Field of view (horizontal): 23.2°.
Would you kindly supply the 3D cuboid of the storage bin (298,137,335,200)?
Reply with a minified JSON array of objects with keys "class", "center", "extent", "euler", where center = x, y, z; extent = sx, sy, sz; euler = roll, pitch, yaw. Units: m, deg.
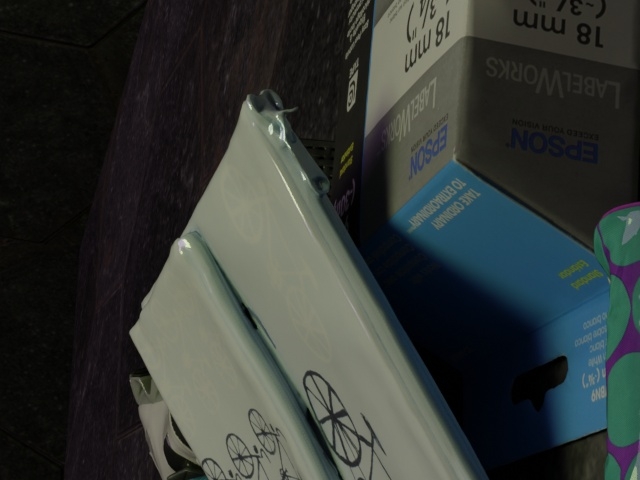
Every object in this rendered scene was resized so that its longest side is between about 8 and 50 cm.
[{"class":"storage bin","center":[0.000,0.000,1.075],"extent":[0.180,0.122,0.084],"euler":[96,179,-73]}]

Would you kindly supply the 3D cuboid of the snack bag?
[{"class":"snack bag","center":[-0.008,0.120,0.938],"extent":[0.323,0.037,0.342],"euler":[61,154,13]}]

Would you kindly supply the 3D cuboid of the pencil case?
[{"class":"pencil case","center":[0.146,0.063,0.649],"extent":[0.070,0.064,0.152],"euler":[-26,54,54]}]

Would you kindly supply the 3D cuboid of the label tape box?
[{"class":"label tape box","center":[0.085,-0.051,0.878],"extent":[0.240,0.105,0.334],"euler":[134,143,-67]}]

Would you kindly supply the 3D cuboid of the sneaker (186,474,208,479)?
[{"class":"sneaker","center":[-0.086,0.270,1.367],"extent":[0.229,0.087,0.092],"euler":[97,160,-58]}]

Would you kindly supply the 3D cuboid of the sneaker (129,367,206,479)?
[{"class":"sneaker","center":[-0.089,0.183,1.431],"extent":[0.330,0.122,0.146],"euler":[166,95,-73]}]
